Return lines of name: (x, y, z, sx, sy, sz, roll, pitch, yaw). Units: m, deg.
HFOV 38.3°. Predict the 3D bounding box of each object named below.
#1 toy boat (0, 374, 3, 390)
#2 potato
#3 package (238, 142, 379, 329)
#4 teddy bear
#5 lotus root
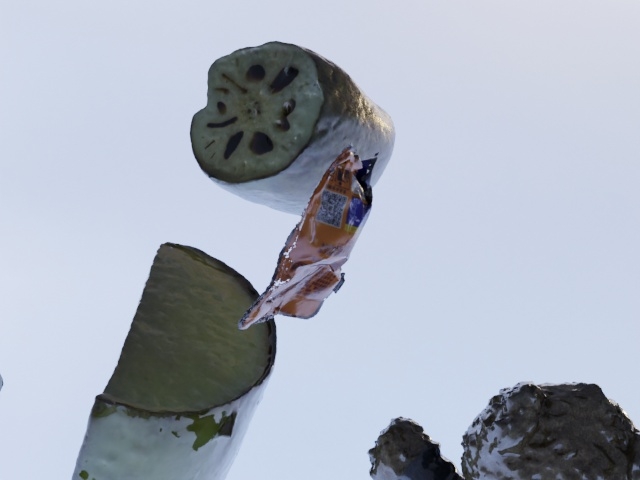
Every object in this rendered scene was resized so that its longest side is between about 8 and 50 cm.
toy boat: (-0.275, 0.003, 0.353, 0.320, 0.141, 0.092, 22, -152, -4)
potato: (-0.129, 0.167, 0.709, 0.112, 0.255, 0.269, 21, -159, -6)
package: (0.001, 0.001, 0.489, 0.033, 0.110, 0.077, 26, -170, 10)
teddy bear: (0.108, 0.185, 0.543, 0.182, 0.251, 0.129, 13, -137, -8)
lotus root: (-0.022, -0.155, 1.390, 0.250, 0.250, 0.346, 21, -174, 24)
